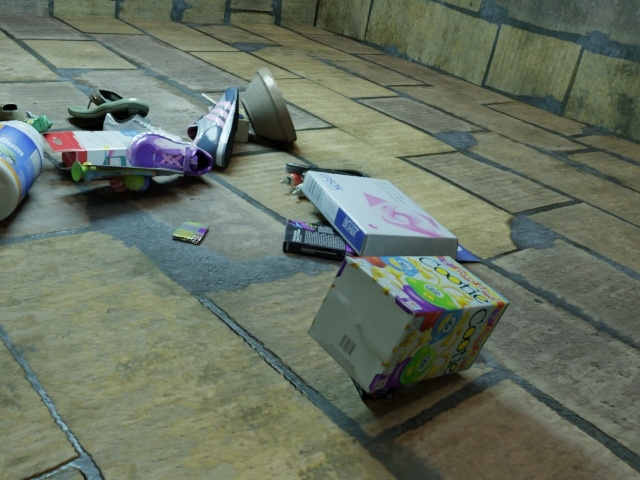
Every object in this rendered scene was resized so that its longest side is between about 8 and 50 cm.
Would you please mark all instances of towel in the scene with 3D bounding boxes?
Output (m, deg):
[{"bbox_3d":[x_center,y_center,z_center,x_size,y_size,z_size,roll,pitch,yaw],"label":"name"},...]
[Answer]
[{"bbox_3d":[-0.274,-0.018,1.416,0.060,0.009,0.083,11,25,2],"label":"towel"}]

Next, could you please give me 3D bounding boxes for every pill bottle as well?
[{"bbox_3d":[-0.663,-0.155,1.381,0.152,0.152,0.272,6,27,-9],"label":"pill bottle"}]

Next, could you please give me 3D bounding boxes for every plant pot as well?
[{"bbox_3d":[-0.165,-0.389,2.016,0.110,0.237,0.237,-25,33,-4],"label":"plant pot"}]

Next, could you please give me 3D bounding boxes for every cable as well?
[{"bbox_3d":[0.008,-0.159,1.781,0.139,0.072,0.287,30,21,31],"label":"cable"}]

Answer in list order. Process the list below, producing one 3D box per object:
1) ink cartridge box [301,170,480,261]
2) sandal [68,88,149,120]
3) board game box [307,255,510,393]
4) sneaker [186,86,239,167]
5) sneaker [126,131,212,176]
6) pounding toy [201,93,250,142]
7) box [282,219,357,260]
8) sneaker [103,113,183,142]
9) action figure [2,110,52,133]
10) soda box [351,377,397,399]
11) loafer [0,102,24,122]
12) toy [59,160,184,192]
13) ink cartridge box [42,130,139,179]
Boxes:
[{"bbox_3d":[0.166,-0.060,1.570,0.330,0.071,0.324,2,27,-28],"label":"ink cartridge box"},{"bbox_3d":[-0.582,-0.380,1.867,0.303,0.086,0.120,1,1,36],"label":"sandal"},{"bbox_3d":[0.143,0.118,1.034,0.275,0.142,0.144,2,31,-49],"label":"board game box"},{"bbox_3d":[-0.297,-0.326,1.848,0.131,0.112,0.319,5,43,0],"label":"sneaker"},{"bbox_3d":[-0.351,-0.199,1.607,0.104,0.095,0.236,23,14,35],"label":"sneaker"},{"bbox_3d":[-0.290,-0.369,2.019,0.130,0.100,0.141,2,28,-19],"label":"pounding toy"},{"bbox_3d":[0.000,0.000,1.465,0.162,0.029,0.116,11,25,-3],"label":"box"},{"bbox_3d":[-0.475,-0.293,1.799,0.212,0.094,0.080,6,26,-8],"label":"sneaker"},{"bbox_3d":[-0.715,-0.267,1.602,0.232,0.063,0.137,-2,26,36],"label":"action figure"},{"bbox_3d":[0.071,0.184,1.090,0.060,0.053,0.169,1,28,-19],"label":"soda box"},{"bbox_3d":[-0.848,-0.351,1.823,0.148,0.050,0.056,27,30,30],"label":"loafer"},{"bbox_3d":[-0.446,-0.138,1.517,0.137,0.056,0.237,0,-3,42],"label":"toy"},{"bbox_3d":[-0.538,-0.208,1.621,0.231,0.078,0.134,-7,30,-33],"label":"ink cartridge box"}]
